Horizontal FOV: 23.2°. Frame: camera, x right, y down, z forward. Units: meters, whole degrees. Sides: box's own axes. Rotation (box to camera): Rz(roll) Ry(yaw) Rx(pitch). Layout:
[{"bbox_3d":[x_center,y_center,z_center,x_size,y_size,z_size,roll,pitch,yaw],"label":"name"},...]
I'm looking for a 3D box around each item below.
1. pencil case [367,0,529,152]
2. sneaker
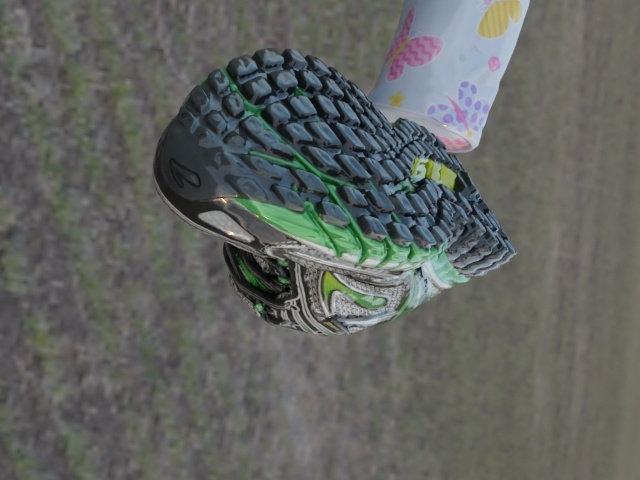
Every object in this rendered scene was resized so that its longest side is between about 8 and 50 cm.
[{"bbox_3d":[0.129,-0.219,1.436,0.113,0.124,0.273,23,81,-31],"label":"pencil case"},{"bbox_3d":[0.000,0.000,0.892,0.146,0.134,0.343,-38,158,13],"label":"sneaker"}]
